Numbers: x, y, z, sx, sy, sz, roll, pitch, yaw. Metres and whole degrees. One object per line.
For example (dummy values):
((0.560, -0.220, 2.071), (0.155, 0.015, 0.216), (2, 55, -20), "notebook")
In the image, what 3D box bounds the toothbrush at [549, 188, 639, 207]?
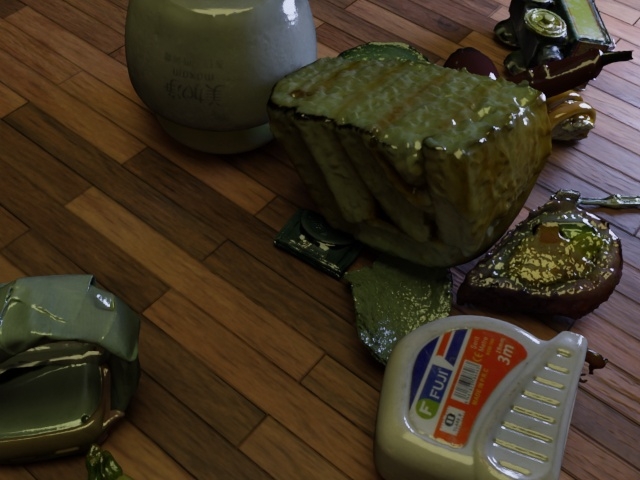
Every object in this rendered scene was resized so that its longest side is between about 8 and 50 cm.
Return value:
((0.530, -0.069, 1.270), (0.294, 0.028, 0.026), (2, 52, -8), "toothbrush")

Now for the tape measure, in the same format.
((0.205, 0.218, 0.953), (0.265, 0.130, 0.258), (16, 49, 17), "tape measure")

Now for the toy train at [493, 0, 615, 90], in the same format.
((0.453, -0.414, 1.482), (0.177, 0.134, 0.261), (5, 51, -10), "toy train")

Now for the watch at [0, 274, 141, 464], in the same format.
((-0.341, 0.149, 0.903), (0.253, 0.241, 0.162), (-8, 53, -9), "watch")

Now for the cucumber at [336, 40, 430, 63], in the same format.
((0.114, -0.248, 1.336), (0.191, 0.130, 0.191), (-1, 57, 1), "cucumber")

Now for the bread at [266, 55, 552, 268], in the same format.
((0.119, -0.111, 1.125), (0.395, 0.264, 0.239), (18, 47, 35), "bread")

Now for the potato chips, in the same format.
((0.106, 0.084, 1.097), (0.167, 0.059, 0.228), (39, 52, 19), "potato chips")

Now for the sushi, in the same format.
((0.334, 0.055, 1.105), (0.241, 0.107, 0.161), (-36, 65, -18), "sushi")

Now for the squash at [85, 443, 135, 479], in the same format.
((-0.217, 0.327, 0.874), (0.090, 0.075, 0.200), (-37, 82, -8), "squash")

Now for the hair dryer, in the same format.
((0.367, -0.228, 1.271), (0.340, 0.123, 0.313), (-16, 56, 19), "hair dryer")

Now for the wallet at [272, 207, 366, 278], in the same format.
((0.000, 0.000, 1.181), (0.129, 0.026, 0.088), (28, 54, 18), "wallet")

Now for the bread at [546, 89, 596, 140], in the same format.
((0.419, -0.241, 1.368), (0.119, 0.084, 0.177), (-17, 50, -17), "bread")

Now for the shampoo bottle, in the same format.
((-0.165, -0.333, 1.259), (0.322, 0.317, 0.323), (2, 48, -2), "shampoo bottle")
